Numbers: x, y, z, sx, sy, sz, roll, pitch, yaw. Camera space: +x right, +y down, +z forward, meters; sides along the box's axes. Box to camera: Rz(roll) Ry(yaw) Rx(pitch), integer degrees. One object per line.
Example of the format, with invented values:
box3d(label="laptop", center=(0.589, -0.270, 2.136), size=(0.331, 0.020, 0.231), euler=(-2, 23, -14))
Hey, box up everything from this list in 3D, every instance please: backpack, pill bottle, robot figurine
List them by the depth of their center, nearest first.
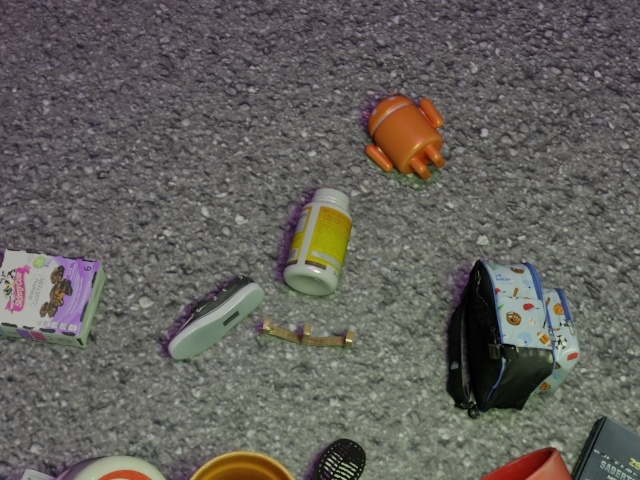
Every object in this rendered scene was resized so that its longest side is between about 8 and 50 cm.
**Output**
box3d(label="backpack", center=(0.366, 0.172, 1.442), size=(0.213, 0.276, 0.263), euler=(-1, 55, -11))
box3d(label="pill bottle", center=(0.000, 0.000, 1.575), size=(0.117, 0.117, 0.215), euler=(13, 62, 3))
box3d(label="robot figurine", center=(0.191, -0.240, 1.714), size=(0.128, 0.158, 0.219), euler=(-18, 63, -38))

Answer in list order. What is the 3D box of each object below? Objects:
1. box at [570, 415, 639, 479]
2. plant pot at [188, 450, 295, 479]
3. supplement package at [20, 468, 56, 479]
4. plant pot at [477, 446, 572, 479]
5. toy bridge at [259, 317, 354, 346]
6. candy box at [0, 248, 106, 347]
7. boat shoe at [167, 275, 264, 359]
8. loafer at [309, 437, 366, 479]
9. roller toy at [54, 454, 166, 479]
box3d(label="box", center=(0.595, 0.470, 1.402), size=(0.232, 0.059, 0.183), euler=(32, 63, 12))
box3d(label="plant pot", center=(-0.139, 0.477, 1.263), size=(0.205, 0.188, 0.205), euler=(4, 63, -8))
box3d(label="supplement package", center=(-0.470, 0.530, 1.243), size=(0.133, 0.139, 0.244), euler=(17, 60, 4))
box3d(label="plant pot", center=(0.347, 0.525, 1.258), size=(0.275, 0.275, 0.243), euler=(-28, 78, -18))
box3d(label="toy bridge", center=(-0.029, 0.190, 1.501), size=(0.188, 0.063, 0.026), euler=(9, 61, -1))
box3d(label="candy box", center=(-0.551, 0.114, 1.497), size=(0.196, 0.070, 0.165), euler=(8, 62, -1))
box3d(label="boat shoe", center=(-0.221, 0.147, 1.507), size=(0.228, 0.080, 0.076), euler=(-39, 54, -19))
box3d(label="loafer", center=(0.006, 0.453, 1.359), size=(0.080, 0.078, 0.220), euler=(35, 47, 9))
box3d(label="roller toy", center=(-0.333, 0.435, 1.164), size=(0.209, 0.146, 0.191), euler=(-16, 84, -39))
